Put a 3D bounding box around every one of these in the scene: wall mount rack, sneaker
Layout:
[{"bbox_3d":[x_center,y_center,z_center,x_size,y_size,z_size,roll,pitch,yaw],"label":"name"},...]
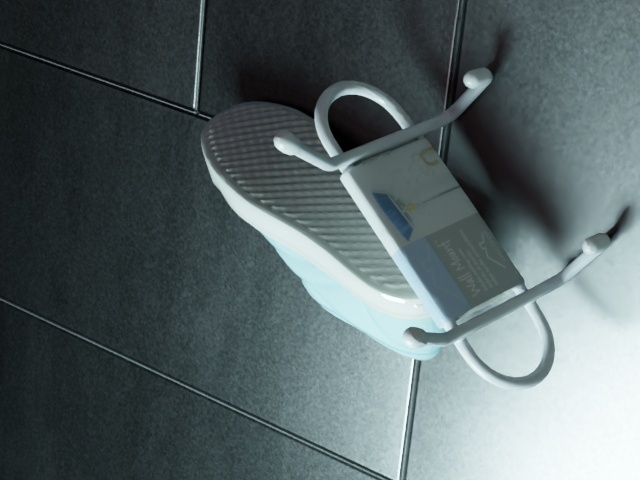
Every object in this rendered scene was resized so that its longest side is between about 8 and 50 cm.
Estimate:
[{"bbox_3d":[0.097,-0.019,1.617,0.350,0.304,0.130,56,139,12],"label":"wall mount rack"},{"bbox_3d":[0.000,0.000,1.828,0.366,0.135,0.150,45,152,36],"label":"sneaker"}]
